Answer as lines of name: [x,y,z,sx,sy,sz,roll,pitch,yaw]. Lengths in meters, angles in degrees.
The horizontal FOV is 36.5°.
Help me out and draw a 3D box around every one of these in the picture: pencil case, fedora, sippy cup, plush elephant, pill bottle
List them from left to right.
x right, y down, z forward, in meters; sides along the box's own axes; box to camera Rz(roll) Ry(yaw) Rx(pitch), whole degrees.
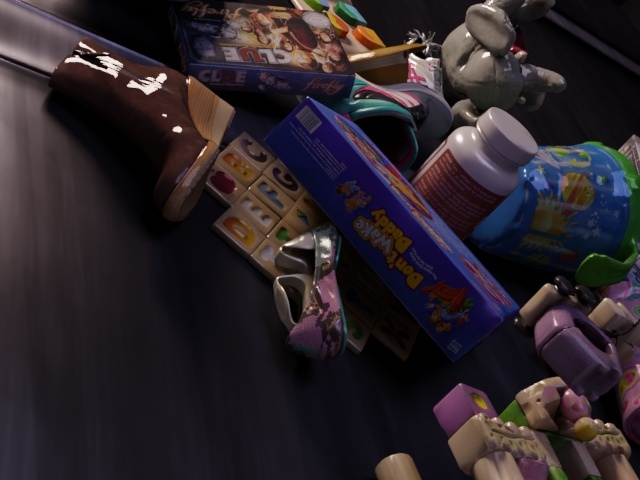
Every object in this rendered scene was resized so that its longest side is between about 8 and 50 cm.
fedora: [0.092,-0.277,1.615,0.194,0.194,0.079,-26,108,-59]
pill bottle: [0.204,-0.083,1.389,0.121,0.216,0.121,30,32,-21]
plush elephant: [0.341,-0.327,1.845,0.330,0.272,0.255,-5,33,-17]
sippy cup: [0.352,-0.054,1.548,0.224,0.305,0.240,6,89,-32]
pencil case: [0.495,0.182,1.490,0.124,0.124,0.284,31,32,-19]

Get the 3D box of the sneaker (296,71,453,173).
sneaker: [0.116,-0.170,1.489,0.295,0.124,0.178,7,39,-35]

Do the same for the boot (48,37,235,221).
boot: [-0.216,-0.131,1.112,0.207,0.090,0.248,23,34,-8]

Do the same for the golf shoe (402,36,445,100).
golf shoe: [0.192,-0.295,1.790,0.067,0.086,0.186,4,48,-48]

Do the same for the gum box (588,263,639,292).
gum box: [0.532,0.093,1.711,0.107,0.062,0.188,41,29,-3]

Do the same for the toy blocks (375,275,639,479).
toy blocks: [0.259,0.257,0.914,0.288,0.309,0.260,20,30,-33]

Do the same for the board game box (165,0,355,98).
board game box: [-0.086,-0.276,1.386,0.243,0.042,0.165,0,46,-23]

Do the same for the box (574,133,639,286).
box: [0.496,-0.052,1.688,0.056,0.231,0.183,34,29,-8]

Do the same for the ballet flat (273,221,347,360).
ballet flat: [-0.014,0.046,1.094,0.079,0.077,0.221,13,37,-11]

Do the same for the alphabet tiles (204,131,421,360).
alphabet tiles: [0.000,0.000,1.244,0.342,0.011,0.285,41,30,-3]

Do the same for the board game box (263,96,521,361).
board game box: [0.100,-0.014,1.225,0.347,0.078,0.233,50,12,12]

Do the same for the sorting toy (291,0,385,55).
sorting toy: [0.035,-0.402,1.787,0.193,0.038,0.208,10,43,-44]

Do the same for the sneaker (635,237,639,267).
sneaker: [0.622,-0.039,1.957,0.153,0.099,0.282,47,32,4]

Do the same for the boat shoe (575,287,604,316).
boat shoe: [0.380,0.122,1.472,0.073,0.080,0.223,45,33,-5]
